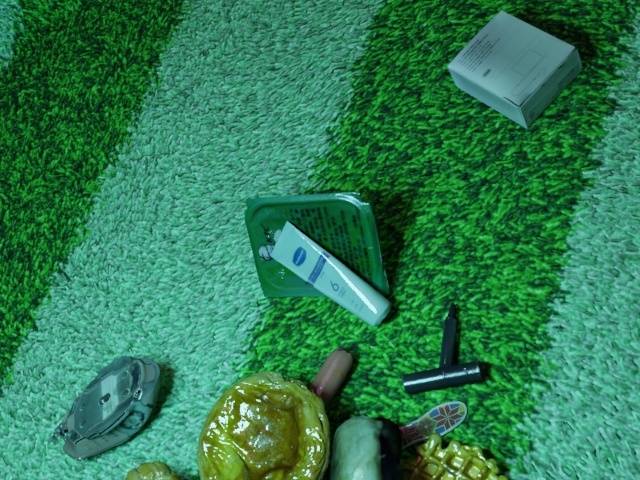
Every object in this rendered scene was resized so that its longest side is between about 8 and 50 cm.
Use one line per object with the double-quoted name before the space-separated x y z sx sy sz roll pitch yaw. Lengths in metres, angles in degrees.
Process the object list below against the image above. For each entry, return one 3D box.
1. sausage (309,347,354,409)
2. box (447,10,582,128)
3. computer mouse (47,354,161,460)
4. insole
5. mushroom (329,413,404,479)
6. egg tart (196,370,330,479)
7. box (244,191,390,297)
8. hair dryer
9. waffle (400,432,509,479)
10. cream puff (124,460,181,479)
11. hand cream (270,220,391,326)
"sausage" 0.020 0.314 1.929 0.062 0.062 0.154 23 74 34
"box" 0.472 -0.422 2.090 0.203 0.106 0.252 -47 55 -3
"computer mouse" -0.521 0.431 2.104 0.389 0.115 0.199 -37 36 18
"insole" 0.224 0.396 1.817 0.194 0.006 0.065 -26 55 11
"mushroom" 0.066 0.509 1.709 0.247 0.130 0.344 -28 47 60
"egg tart" -0.112 0.458 1.851 0.352 0.150 0.351 -17 56 26
"box" 0.000 0.000 2.044 0.337 0.264 0.106 -1 21 26
"hair dryer" 0.261 0.233 1.871 0.173 0.050 0.194 -14 54 18
"waffle" 0.251 0.535 1.693 0.283 0.065 0.309 -20 54 16
"cream puff" -0.369 0.584 1.898 0.189 0.189 0.129 30 48 35
"hand cream" 0.028 0.086 1.987 0.321 0.067 0.109 37 124 15
